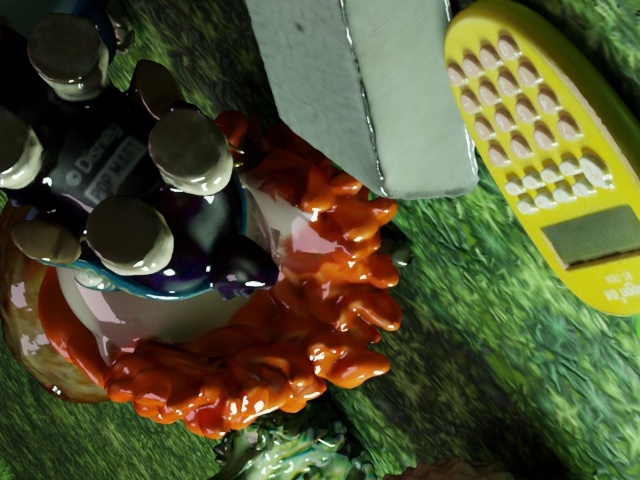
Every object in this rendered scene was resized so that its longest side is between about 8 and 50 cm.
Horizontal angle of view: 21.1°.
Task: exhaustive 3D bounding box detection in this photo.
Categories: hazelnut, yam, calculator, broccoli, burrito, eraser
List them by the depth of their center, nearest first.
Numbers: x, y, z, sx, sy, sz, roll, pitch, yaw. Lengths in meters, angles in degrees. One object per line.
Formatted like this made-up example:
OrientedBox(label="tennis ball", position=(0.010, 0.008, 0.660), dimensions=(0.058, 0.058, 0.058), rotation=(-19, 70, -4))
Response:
OrientedBox(label="calculator", position=(0.145, -0.030, 0.944), dimensions=(0.235, 0.032, 0.146), rotation=(56, 160, -5))
OrientedBox(label="eraser", position=(0.012, -0.151, 0.971), dimensions=(0.111, 0.077, 0.352), rotation=(40, 158, 38))
OrientedBox(label="yam", position=(0.001, -0.002, 1.316), dimensions=(0.234, 0.029, 0.027), rotation=(16, 136, 58))
OrientedBox(label="burrito", position=(-0.196, -0.210, 1.380), dimensions=(0.055, 0.041, 0.149), rotation=(-5, 118, 52))
OrientedBox(label="broccoli", position=(-0.073, 0.270, 1.580), dimensions=(0.177, 0.275, 0.198), rotation=(4, 130, 60))
OrientedBox(label="hazelnut", position=(-0.218, 0.035, 1.610), dimensions=(0.218, 0.218, 0.234), rotation=(25, 149, 52))

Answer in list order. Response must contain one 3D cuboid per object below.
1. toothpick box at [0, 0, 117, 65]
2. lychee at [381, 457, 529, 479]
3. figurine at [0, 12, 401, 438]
OrientedBox(label="toothpick box", position=(-0.285, -0.239, 1.218), dimensions=(0.355, 0.263, 0.263), rotation=(36, 159, 2))
OrientedBox(label="lychee", position=(0.096, 0.303, 1.278), dimensions=(0.300, 0.300, 0.300), rotation=(44, 159, 22))
OrientedBox(label="figurine", position=(-0.115, -0.015, 1.126), dimensions=(0.306, 0.241, 0.412), rotation=(12, 164, 33))
